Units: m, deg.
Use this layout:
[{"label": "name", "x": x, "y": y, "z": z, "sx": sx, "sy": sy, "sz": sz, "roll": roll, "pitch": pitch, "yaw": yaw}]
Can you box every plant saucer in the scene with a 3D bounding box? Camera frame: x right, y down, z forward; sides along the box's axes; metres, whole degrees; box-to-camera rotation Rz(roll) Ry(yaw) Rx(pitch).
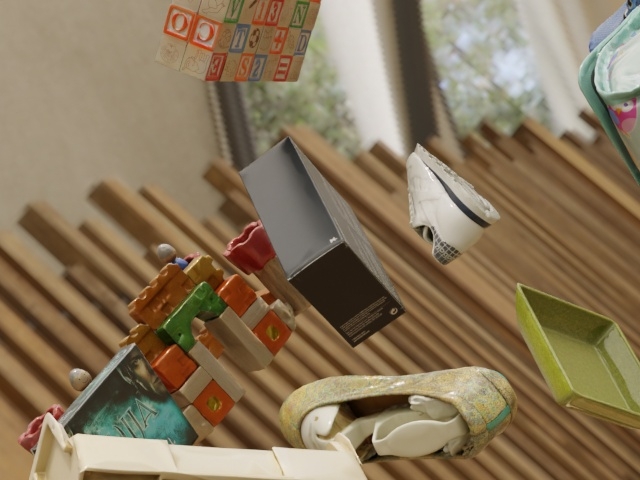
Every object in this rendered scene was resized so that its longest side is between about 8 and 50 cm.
[{"label": "plant saucer", "x": 0.323, "y": 0.154, "z": 1.884, "sx": 0.188, "sy": 0.188, "sz": 0.045, "roll": 20, "pitch": -58, "yaw": -35}]

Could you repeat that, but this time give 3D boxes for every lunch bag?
[{"label": "lunch bag", "x": 0.329, "y": -0.088, "z": 1.276, "sx": 0.160, "sy": 0.223, "sz": 0.262, "roll": -31, "pitch": 13, "yaw": 13}]

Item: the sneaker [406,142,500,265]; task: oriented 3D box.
[{"label": "sneaker", "x": 0.149, "y": -0.051, "z": 2.018, "sx": 0.095, "sy": 0.090, "sz": 0.235, "roll": -54, "pitch": 22, "yaw": 11}]

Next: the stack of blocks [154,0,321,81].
[{"label": "stack of blocks", "x": -0.108, "y": -0.323, "z": 2.231, "sx": 0.297, "sy": 0.087, "sz": 0.171, "roll": -14, "pitch": -56, "yaw": -65}]

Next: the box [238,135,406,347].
[{"label": "box", "x": 0.000, "y": 0.000, "z": 2.219, "sx": 0.103, "sy": 0.261, "sz": 0.184, "roll": -34, "pitch": -49, "yaw": 6}]

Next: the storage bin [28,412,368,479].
[{"label": "storage bin", "x": -0.116, "y": 0.276, "z": 1.291, "sx": 0.262, "sy": 0.123, "sz": 0.260, "roll": 7, "pitch": -65, "yaw": -22}]

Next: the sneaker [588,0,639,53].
[{"label": "sneaker", "x": 0.412, "y": -0.324, "z": 1.825, "sx": 0.330, "sy": 0.147, "sz": 0.130, "roll": -48, "pitch": 18, "yaw": 50}]

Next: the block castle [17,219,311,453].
[{"label": "block castle", "x": -0.244, "y": 0.169, "z": 2.386, "sx": 0.303, "sy": 0.213, "sz": 0.453, "roll": -25, "pitch": 20, "yaw": 53}]

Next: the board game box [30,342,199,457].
[{"label": "board game box", "x": -0.202, "y": 0.203, "z": 1.545, "sx": 0.026, "sy": 0.126, "sz": 0.186, "roll": -22, "pitch": 18, "yaw": 33}]

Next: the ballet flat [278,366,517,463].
[{"label": "ballet flat", "x": 0.069, "y": 0.224, "z": 1.857, "sx": 0.348, "sy": 0.123, "sz": 0.123, "roll": -12, "pitch": 11, "yaw": 35}]
